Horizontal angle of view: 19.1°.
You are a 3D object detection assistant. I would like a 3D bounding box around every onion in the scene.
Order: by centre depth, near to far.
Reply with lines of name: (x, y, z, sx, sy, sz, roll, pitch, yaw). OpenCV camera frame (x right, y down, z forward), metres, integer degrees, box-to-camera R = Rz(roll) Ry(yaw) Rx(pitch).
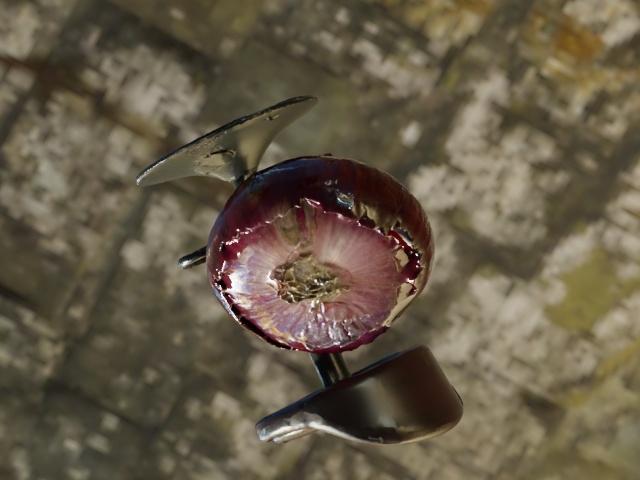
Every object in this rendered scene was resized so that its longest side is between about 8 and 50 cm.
onion: (0.001, 0.010, 1.987, 0.248, 0.248, 0.161, -57, 2, 34)

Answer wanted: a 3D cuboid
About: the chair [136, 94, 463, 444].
chair: (-0.021, 0.063, 2.101, 0.226, 0.401, 0.226, -26, -4, -2)
